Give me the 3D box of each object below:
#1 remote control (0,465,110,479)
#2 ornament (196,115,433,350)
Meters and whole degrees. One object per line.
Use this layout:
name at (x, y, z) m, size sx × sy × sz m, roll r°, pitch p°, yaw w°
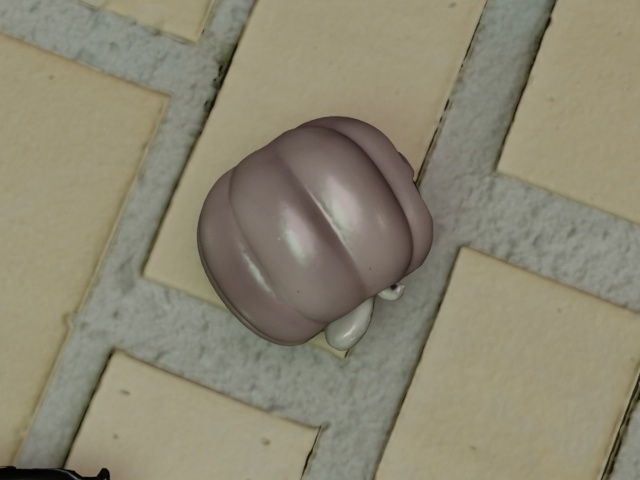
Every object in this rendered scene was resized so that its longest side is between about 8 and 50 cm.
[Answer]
remote control at (-0.351, 0.209, 1.299) m, size 0.398 × 0.144 × 0.062 m, roll -2°, pitch 66°, yaw -8°
ornament at (0.000, 0.000, 1.354) m, size 0.177 × 0.177 × 0.178 m, roll 1°, pitch 79°, yaw -5°
